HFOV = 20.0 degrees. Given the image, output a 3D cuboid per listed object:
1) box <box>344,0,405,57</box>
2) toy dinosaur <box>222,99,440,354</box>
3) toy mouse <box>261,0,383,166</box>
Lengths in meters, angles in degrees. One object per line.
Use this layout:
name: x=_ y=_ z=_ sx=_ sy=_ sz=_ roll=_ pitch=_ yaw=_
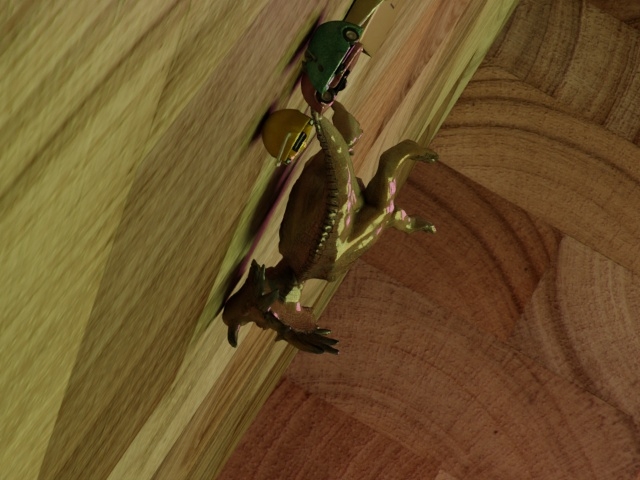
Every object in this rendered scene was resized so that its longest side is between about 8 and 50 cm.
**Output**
box: x=0.078 y=-0.243 z=1.457 sx=0.201 sy=0.021 sz=0.164 roll=-59 pitch=176 yaw=5
toy dinosaur: x=0.000 y=0.000 z=1.589 sx=0.200 sy=0.127 sz=0.295 roll=-51 pitch=168 yaw=-17
toy mouse: x=0.002 y=-0.122 z=1.298 sx=0.143 sy=0.031 sz=0.161 roll=-60 pitch=176 yaw=6
